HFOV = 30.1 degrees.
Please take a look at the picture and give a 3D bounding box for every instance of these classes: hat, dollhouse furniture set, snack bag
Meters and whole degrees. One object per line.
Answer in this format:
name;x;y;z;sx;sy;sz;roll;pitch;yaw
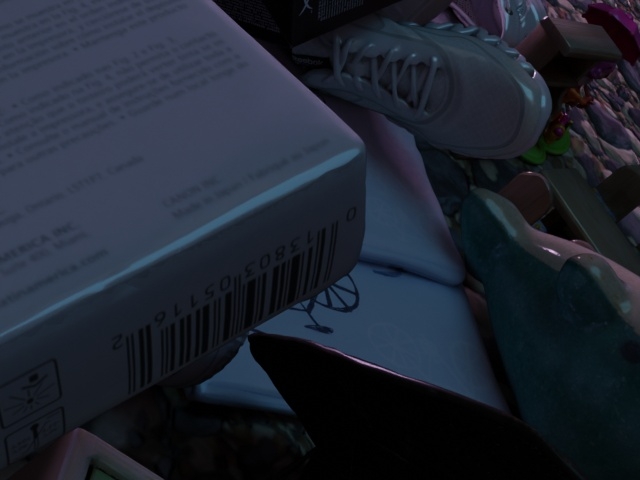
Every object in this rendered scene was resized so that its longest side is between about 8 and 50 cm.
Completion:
hat;0.048;0.186;0.608;0.331;0.331;0.134;44;72;-3
dollhouse furniture set;0.247;-0.064;1.123;0.212;0.161;0.242;-6;59;-51
snack bag;0.000;0.000;0.897;0.323;0.037;0.342;18;43;-37

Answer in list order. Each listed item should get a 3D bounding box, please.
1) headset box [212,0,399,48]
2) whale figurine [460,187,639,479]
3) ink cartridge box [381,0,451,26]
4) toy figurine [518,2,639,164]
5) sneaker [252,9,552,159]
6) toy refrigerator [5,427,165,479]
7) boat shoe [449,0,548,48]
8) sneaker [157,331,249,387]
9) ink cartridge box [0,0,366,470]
headset box;-0.016;-0.268;0.963;0.218;0.110;0.293;24;36;30
whale figurine;0.187;0.082;0.935;0.272;0.141;0.216;47;-11;26
ink cartridge box;0.028;-0.343;1.216;0.283;0.117;0.207;47;32;1
toy figurine;0.271;-0.180;1.275;0.130;0.159;0.173;40;34;-9
sneaker;0.048;-0.144;0.981;0.292;0.110;0.118;28;24;23
toy refrigerator;-0.113;0.215;0.480;0.102;0.094;0.269;38;33;-22
boat shoe;0.161;-0.333;1.371;0.096;0.098;0.277;-9;62;-52
sneaker;-0.172;-0.089;0.706;0.210;0.137;0.366;12;49;-43
ink cartridge box;-0.215;-0.062;0.538;0.308;0.091;0.385;-29;56;-26
